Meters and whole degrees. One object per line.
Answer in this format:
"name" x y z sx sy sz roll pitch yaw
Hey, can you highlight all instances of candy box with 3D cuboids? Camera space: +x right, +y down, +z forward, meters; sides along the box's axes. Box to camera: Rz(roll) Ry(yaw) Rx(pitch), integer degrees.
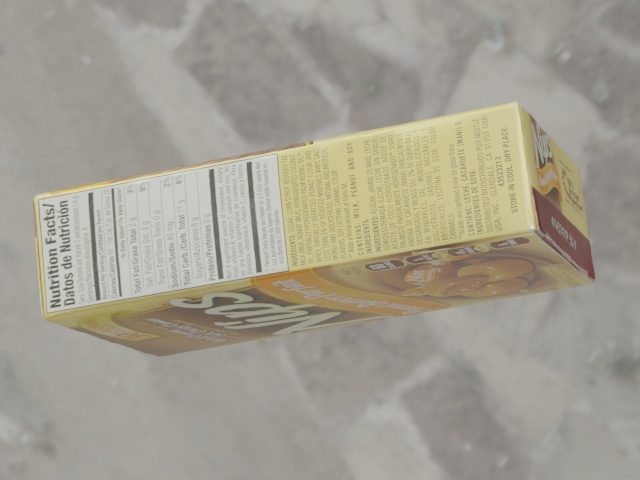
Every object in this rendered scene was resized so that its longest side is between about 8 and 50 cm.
"candy box" 0.000 0.000 1.220 0.316 0.183 0.087 -11 75 17
